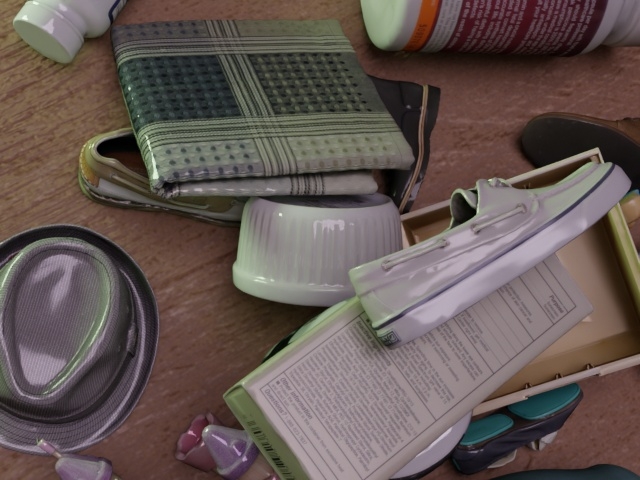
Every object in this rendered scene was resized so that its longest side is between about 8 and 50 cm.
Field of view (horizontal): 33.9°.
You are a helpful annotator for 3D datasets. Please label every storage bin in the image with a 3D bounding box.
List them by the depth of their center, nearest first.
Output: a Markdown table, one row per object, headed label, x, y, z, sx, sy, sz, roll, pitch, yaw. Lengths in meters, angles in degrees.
| label | x | y | z | sx | sy | sz | roll | pitch | yaw |
| --- | --- | --- | --- | --- | --- | --- | --- | --- | --- |
| storage bin | 0.257 | 0.059 | 1.302 | 0.262 | 0.123 | 0.260 | -19 | 82 | 8 |

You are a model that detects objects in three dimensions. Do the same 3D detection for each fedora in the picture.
| label | x | y | z | sx | sy | sz | roll | pitch | yaw |
| --- | --- | --- | --- | --- | --- | --- | --- | --- | --- |
| fedora | -0.306 | 0.106 | 1.203 | 0.244 | 0.124 | 0.275 | 21 | 73 | -8 |

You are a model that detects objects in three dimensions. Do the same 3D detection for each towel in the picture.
| label | x | y | z | sx | sy | sz | roll | pitch | yaw |
| --- | --- | --- | --- | --- | --- | --- | --- | --- | --- |
| towel | -0.077 | -0.167 | 1.287 | 0.324 | 0.056 | 0.312 | -6 | 46 | -20 |

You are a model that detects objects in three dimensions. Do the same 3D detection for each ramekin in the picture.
| label | x | y | z | sx | sy | sz | roll | pitch | yaw |
| --- | --- | --- | --- | --- | --- | --- | --- | --- | --- |
| ramekin | 0.000 | 0.000 | 1.239 | 0.207 | 0.207 | 0.109 | 0 | 102 | -14 |

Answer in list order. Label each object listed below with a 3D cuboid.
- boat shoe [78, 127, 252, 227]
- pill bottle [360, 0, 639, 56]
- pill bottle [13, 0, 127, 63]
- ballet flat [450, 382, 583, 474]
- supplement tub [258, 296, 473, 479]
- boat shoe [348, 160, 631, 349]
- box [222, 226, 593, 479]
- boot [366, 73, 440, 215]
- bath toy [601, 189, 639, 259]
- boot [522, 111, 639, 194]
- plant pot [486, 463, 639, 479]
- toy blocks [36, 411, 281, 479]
| label | x | y | z | sx | sy | sz | roll | pitch | yaw |
| --- | --- | --- | --- | --- | --- | --- | --- | --- | --- |
| boat shoe | -0.143 | -0.083 | 1.295 | 0.302 | 0.103 | 0.113 | -1 | 75 | -15 |
| pill bottle | 0.266 | -0.358 | 1.395 | 0.392 | 0.224 | 0.224 | 0 | 78 | -14 |
| pill bottle | -0.295 | -0.319 | 1.307 | 0.112 | 0.112 | 0.186 | 32 | 72 | -5 |
| ballet flat | 0.251 | 0.244 | 1.343 | 0.203 | 0.074 | 0.074 | -20 | 83 | -22 |
| supplement tub | 0.030 | 0.175 | 1.169 | 0.194 | 0.316 | 0.193 | 3 | 77 | -14 |
| boat shoe | 0.145 | -0.010 | 0.901 | 0.268 | 0.096 | 0.088 | -32 | 89 | -10 |
| box | 0.080 | 0.103 | 0.967 | 0.311 | 0.121 | 0.148 | -34 | 86 | -19 |
| boot | 0.074 | -0.130 | 1.384 | 0.137 | 0.077 | 0.197 | 15 | 61 | -6 |
| bath toy | 0.485 | 0.101 | 1.403 | 0.348 | 0.151 | 0.129 | 54 | 36 | 2 |
| boot | 0.425 | -0.127 | 1.466 | 0.305 | 0.112 | 0.115 | 15 | 45 | -6 |
| plant pot | 0.274 | 0.384 | 1.225 | 0.255 | 0.272 | 0.271 | -15 | 81 | -32 |
| toy blocks | -0.177 | 0.314 | 1.088 | 0.260 | 0.289 | 0.309 | 40 | 74 | -19 |
